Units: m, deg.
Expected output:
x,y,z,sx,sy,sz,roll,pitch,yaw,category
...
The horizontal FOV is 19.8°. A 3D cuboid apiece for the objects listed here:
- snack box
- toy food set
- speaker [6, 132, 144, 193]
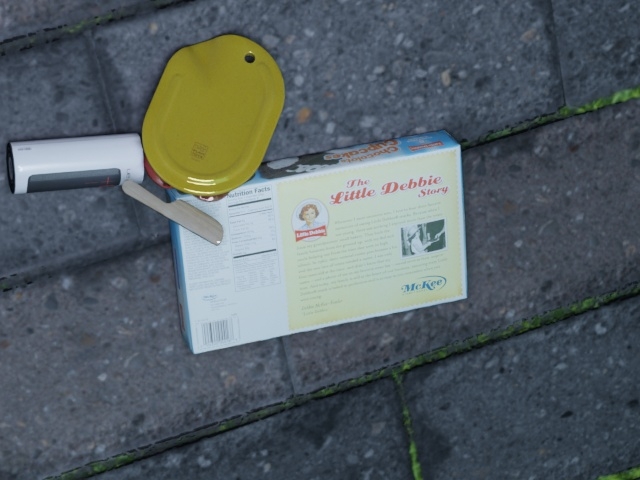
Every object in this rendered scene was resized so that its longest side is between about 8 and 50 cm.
x,y,z,sx,sy,sz,roll,pitch,yaw,category
0.000,0.000,2.002,0.322,0.060,0.187,-11,115,-14,snack box
-0.119,-0.104,1.889,0.128,0.071,0.218,23,72,-1,toy food set
-0.251,-0.080,1.887,0.136,0.055,0.055,-5,113,-18,speaker
